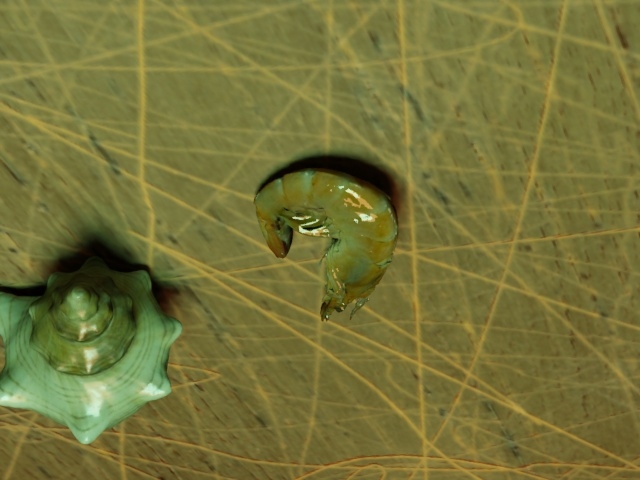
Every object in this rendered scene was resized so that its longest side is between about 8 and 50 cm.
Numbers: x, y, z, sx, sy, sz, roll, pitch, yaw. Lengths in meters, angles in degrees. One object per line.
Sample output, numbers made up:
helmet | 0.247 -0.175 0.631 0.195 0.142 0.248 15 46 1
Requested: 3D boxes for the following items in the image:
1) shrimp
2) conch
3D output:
shrimp | -0.002 0.006 1.267 0.095 0.045 0.162 9 146 -6
conch | -0.177 0.084 1.343 0.137 0.114 0.234 30 145 -11
